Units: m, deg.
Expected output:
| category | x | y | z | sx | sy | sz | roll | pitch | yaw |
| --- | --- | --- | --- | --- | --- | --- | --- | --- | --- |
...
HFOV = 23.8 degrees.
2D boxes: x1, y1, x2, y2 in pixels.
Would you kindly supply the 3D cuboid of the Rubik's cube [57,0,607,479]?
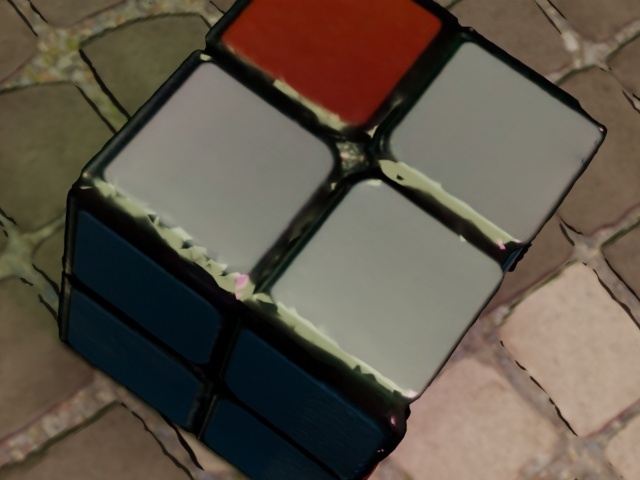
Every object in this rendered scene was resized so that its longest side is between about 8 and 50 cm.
| category | x | y | z | sx | sy | sz | roll | pitch | yaw |
| --- | --- | --- | --- | --- | --- | --- | --- | --- | --- |
| Rubik's cube | 0.000 | -0.001 | 0.696 | 0.167 | 0.183 | 0.180 | 36 | 66 | 5 |
